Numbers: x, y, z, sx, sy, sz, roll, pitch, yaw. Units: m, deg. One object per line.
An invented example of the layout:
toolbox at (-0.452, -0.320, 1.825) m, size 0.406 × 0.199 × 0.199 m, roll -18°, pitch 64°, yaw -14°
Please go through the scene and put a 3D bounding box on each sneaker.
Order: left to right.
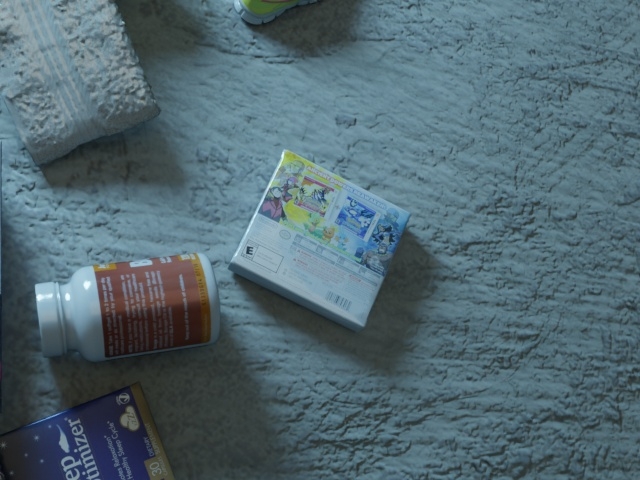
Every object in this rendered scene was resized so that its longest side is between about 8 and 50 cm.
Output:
sneaker at (-0.029, -0.396, 1.399) m, size 0.208 × 0.094 × 0.081 m, roll -39°, pitch 86°, yaw -23°

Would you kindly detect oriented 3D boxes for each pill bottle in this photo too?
pill bottle at (-0.241, 0.086, 1.187) m, size 0.216 × 0.121 × 0.121 m, roll -7°, pitch 76°, yaw -17°

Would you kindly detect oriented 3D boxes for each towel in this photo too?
towel at (-0.344, -0.261, 1.241) m, size 0.187 × 0.049 × 0.282 m, roll -23°, pitch 99°, yaw -3°

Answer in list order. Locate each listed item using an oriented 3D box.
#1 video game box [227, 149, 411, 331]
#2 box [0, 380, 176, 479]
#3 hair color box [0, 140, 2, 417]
video game box at (0.000, 0.000, 1.318) m, size 0.205 × 0.048 × 0.187 m, roll 27°, pitch 71°, yaw -7°
box at (-0.305, 0.278, 1.162) m, size 0.225 × 0.036 × 0.136 m, roll -20°, pitch 80°, yaw -18°
hair color box at (-0.476, 0.045, 1.118) m, size 0.173 × 0.105 × 0.347 m, roll 5°, pitch 71°, yaw -37°
